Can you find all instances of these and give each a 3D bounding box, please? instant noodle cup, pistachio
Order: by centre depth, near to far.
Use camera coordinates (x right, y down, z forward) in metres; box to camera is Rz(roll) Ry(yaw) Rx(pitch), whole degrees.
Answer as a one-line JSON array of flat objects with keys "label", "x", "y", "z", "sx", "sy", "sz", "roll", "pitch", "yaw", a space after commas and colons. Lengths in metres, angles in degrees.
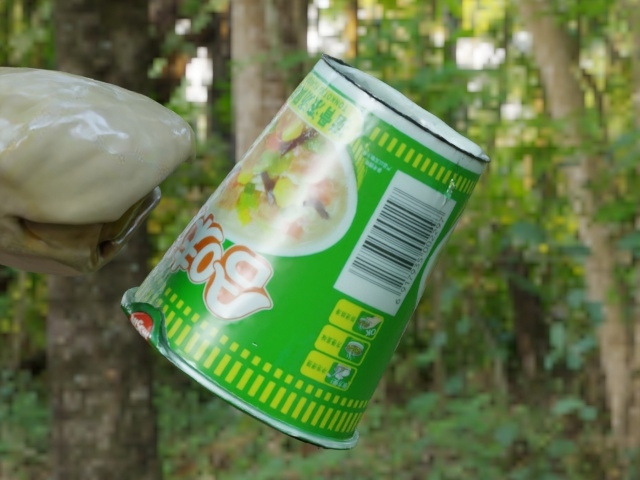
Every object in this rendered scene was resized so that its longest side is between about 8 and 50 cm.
[{"label": "pistachio", "x": -0.180, "y": -0.051, "z": 1.208, "sx": 0.138, "sy": 0.153, "sz": 0.238, "roll": -41, "pitch": -27, "yaw": 29}, {"label": "instant noodle cup", "x": 0.000, "y": 0.000, "z": 1.289, "sx": 0.207, "sy": 0.233, "sz": 0.207, "roll": 32, "pitch": 9, "yaw": -6}]
